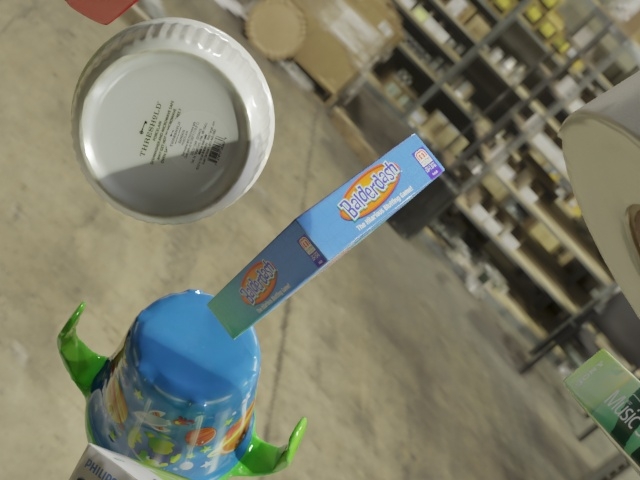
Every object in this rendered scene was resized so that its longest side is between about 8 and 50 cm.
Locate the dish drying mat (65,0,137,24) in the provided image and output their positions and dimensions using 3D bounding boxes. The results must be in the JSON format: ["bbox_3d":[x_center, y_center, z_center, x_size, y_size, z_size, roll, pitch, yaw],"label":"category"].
[{"bbox_3d":[-0.127,-0.139,0.621,0.032,0.008,0.083,30,-12,-21],"label":"dish drying mat"}]

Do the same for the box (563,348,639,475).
[{"bbox_3d":[0.340,0.240,0.883,0.232,0.058,0.322,48,2,-22],"label":"box"}]

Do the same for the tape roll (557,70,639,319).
[{"bbox_3d":[0.261,-0.006,0.552,0.246,0.169,0.246,59,0,0],"label":"tape roll"}]

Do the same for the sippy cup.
[{"bbox_3d":[-0.178,0.186,1.398,0.305,0.224,0.240,-2,57,-19],"label":"sippy cup"}]

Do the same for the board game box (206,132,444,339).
[{"bbox_3d":[0.000,0.000,0.989,0.160,0.210,0.047,-37,87,-35],"label":"board game box"}]

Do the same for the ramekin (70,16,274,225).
[{"bbox_3d":[-0.147,-0.112,1.064,0.207,0.207,0.109,43,8,-11],"label":"ramekin"}]

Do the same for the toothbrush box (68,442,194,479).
[{"bbox_3d":[-0.129,0.348,1.191,0.206,0.122,0.283,22,-10,42],"label":"toothbrush box"}]
